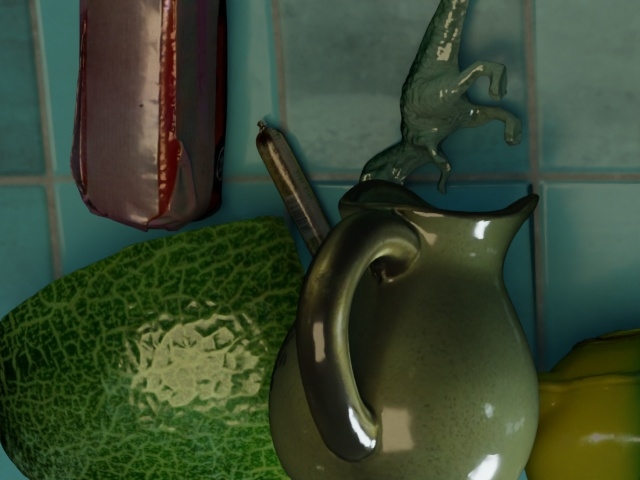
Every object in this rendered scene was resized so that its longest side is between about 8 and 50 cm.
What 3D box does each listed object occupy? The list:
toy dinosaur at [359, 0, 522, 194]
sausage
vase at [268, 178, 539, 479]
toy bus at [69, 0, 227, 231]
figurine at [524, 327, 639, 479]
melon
[{"bbox_3d":[0.149,-0.161,1.728,0.129,0.076,0.383,30,115,11],"label":"toy dinosaur"},{"bbox_3d":[0.000,0.000,1.839,0.033,0.033,0.269,-24,99,18],"label":"sausage"},{"bbox_3d":[0.066,0.080,1.603,0.241,0.329,0.302,7,83,26],"label":"vase"},{"bbox_3d":[-0.164,-0.155,1.777,0.127,0.147,0.302,8,107,16],"label":"toy bus"},{"bbox_3d":[0.348,0.200,1.704,0.340,0.231,0.323,1,139,23],"label":"figurine"},{"bbox_3d":[-0.161,0.146,1.825,0.343,0.226,0.331,-17,116,-2],"label":"melon"}]
